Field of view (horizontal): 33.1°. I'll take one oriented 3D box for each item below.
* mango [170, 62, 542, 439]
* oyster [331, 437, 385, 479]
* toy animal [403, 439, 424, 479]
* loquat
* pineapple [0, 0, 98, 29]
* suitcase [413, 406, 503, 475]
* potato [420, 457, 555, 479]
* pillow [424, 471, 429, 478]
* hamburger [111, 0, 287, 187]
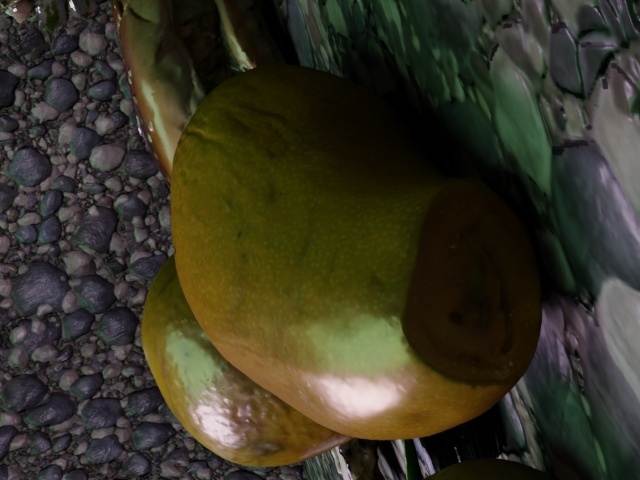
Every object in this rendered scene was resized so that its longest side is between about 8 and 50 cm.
[{"bbox_3d":[0.000,0.004,0.625,0.359,0.144,0.187,49,128,56],"label":"mango"},{"bbox_3d":[0.020,0.213,1.284,0.222,0.083,0.214,64,175,-4],"label":"oyster"},{"bbox_3d":[0.086,0.221,0.715,0.217,0.075,0.041,53,-167,-18],"label":"toy animal"},{"bbox_3d":[-0.040,0.079,0.858,0.246,0.213,0.213,95,153,-83],"label":"loquat"},{"bbox_3d":[-0.245,-0.303,0.916,0.271,0.263,0.262,109,142,-53],"label":"pineapple"},{"bbox_3d":[0.075,0.092,0.710,0.086,0.059,0.126,-124,12,-54],"label":"suitcase"},{"bbox_3d":[0.104,0.242,0.602,0.197,0.148,0.228,34,147,31],"label":"potato"},{"bbox_3d":[0.127,0.253,0.840,0.185,0.043,0.118,-138,24,-78],"label":"pillow"},{"bbox_3d":[-0.098,-0.131,0.997,0.243,0.146,0.286,87,160,-84],"label":"hamburger"}]
